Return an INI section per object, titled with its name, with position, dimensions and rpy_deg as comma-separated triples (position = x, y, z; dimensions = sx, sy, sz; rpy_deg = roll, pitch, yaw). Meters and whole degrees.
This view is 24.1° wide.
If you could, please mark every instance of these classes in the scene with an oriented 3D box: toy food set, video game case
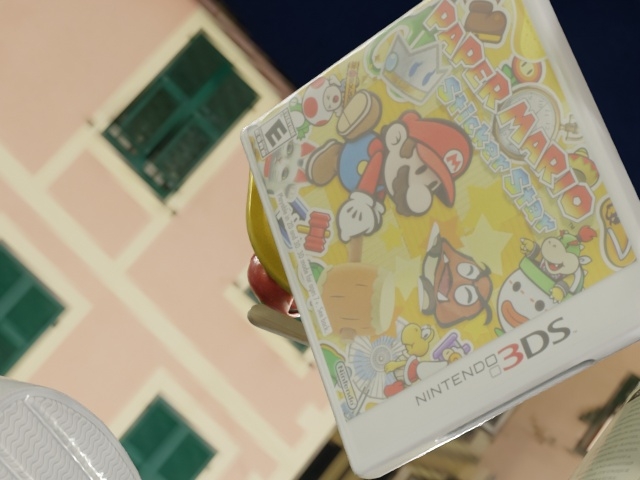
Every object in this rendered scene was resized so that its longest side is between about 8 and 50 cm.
[toy food set]
position = 0.000, 0.000, 1.044
dimensions = 0.128, 0.218, 0.071
rpy_deg = 14, -33, -15
[video game case]
position = 0.065, -0.015, 0.819
dimensions = 0.026, 0.206, 0.227
rpy_deg = 14, 50, -52

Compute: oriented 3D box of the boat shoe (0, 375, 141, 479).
[boat shoe]
position = -0.145, 0.171, 0.695
dimensions = 0.119, 0.121, 0.335
rpy_deg = 16, -36, 22

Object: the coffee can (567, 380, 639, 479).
[coffee can]
position = 0.271, 0.151, 0.918
dimensions = 0.201, 0.275, 0.201
rpy_deg = 25, -44, 26
